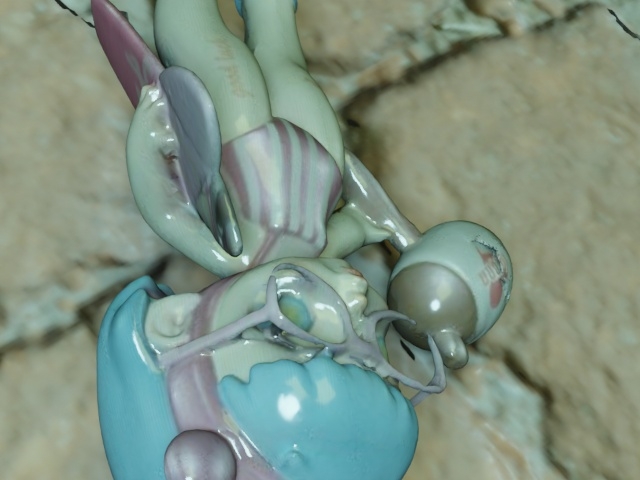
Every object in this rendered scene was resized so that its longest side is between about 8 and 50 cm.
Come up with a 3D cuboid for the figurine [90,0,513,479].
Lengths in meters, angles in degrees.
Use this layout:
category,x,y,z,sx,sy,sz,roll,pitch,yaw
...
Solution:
category,x,y,z,sx,sy,sz,roll,pitch,yaw
figurine,-0.014,0.003,0.622,0.205,0.103,0.260,33,36,-43
